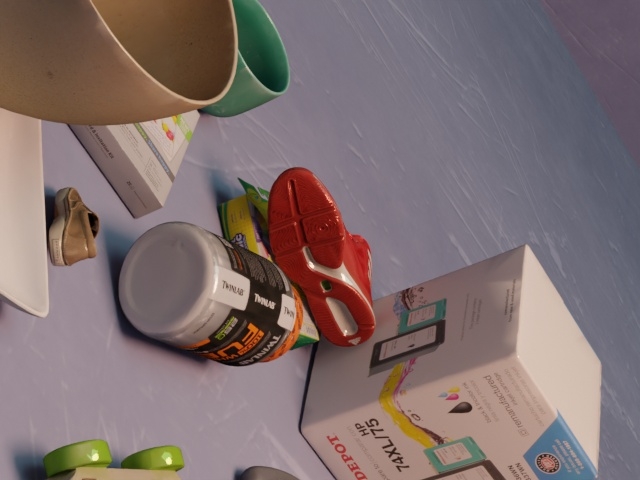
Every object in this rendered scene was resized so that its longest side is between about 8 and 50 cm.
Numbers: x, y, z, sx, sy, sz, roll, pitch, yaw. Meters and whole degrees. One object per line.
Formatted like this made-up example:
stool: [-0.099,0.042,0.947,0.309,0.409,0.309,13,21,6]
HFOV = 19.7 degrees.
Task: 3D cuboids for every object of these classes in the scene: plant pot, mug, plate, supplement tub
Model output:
plant pot: [-0.225,-0.212,1.574,0.284,0.191,0.284,47,31,-39]
mug: [-0.115,-0.205,2.046,0.157,0.097,0.129,20,52,-59]
plate: [-0.331,-0.096,1.540,0.278,0.045,0.277,38,37,-50]
supplement tub: [-0.102,0.058,1.813,0.190,0.117,0.117,26,46,-56]

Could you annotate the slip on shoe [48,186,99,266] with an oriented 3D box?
slip on shoe: [-0.219,-0.013,1.670,0.135,0.041,0.051,-100,-175,-73]

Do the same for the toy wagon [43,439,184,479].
toy wagon: [-0.131,0.311,1.586,0.344,0.068,0.267,17,55,-62]

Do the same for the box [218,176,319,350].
box: [-0.059,0.025,2.033,0.105,0.043,0.179,25,50,-58]

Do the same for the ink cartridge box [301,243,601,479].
ink cartridge box: [0.150,0.173,2.064,0.198,0.270,0.197,55,28,-28]

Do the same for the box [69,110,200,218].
box: [-0.192,-0.131,1.887,0.145,0.038,0.186,57,24,-24]

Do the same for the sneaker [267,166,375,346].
sneaker: [0.000,0.000,2.054,0.128,0.087,0.221,-86,161,-63]

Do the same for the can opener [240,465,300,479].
can opener: [0.050,0.290,1.865,0.283,0.076,0.095,21,31,-23]
